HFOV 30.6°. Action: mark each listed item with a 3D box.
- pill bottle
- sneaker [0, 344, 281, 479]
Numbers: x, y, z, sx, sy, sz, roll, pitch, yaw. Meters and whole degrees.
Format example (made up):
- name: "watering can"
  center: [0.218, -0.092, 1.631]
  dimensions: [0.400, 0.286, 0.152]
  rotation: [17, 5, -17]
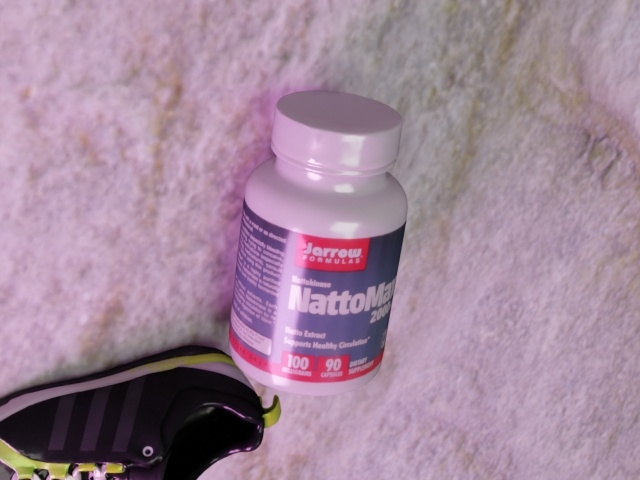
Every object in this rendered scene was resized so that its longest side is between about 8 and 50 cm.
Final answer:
- name: "pill bottle"
  center: [0.000, 0.000, 0.767]
  dimensions: [0.107, 0.108, 0.180]
  rotation: [-9, 119, -31]
- name: "sneaker"
  center: [-0.136, 0.137, 0.756]
  dimensions: [0.234, 0.097, 0.084]
  rotation: [-24, 126, -22]
